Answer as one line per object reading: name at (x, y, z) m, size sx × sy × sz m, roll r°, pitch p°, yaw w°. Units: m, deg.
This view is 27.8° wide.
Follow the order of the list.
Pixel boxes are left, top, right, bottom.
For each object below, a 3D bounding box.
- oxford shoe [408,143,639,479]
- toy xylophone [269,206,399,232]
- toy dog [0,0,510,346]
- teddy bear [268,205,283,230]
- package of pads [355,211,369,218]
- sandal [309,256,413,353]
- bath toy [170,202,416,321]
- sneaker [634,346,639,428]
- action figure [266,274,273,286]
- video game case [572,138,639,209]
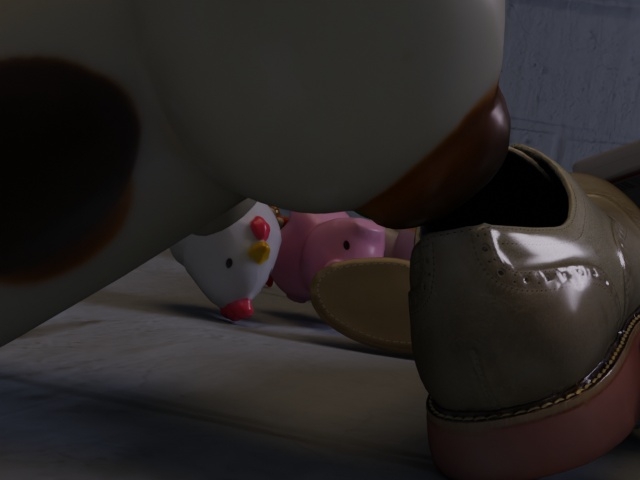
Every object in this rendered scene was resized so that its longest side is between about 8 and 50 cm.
oxford shoe at (0.139, -0.001, 0.789) m, size 0.140 × 0.147 × 0.397 m, roll -13°, pitch 12°, yaw 16°
toy xylophone at (0.000, 0.000, 1.868) m, size 0.322 × 0.081 × 0.236 m, roll 6°, pitch 4°, yaw -43°
toy dog at (-0.113, -0.097, 0.636) m, size 0.407 × 0.285 × 0.395 m, roll -17°, pitch 20°, yaw 8°
teddy bear at (-0.193, -0.053, 2.023) m, size 0.337 × 0.113 × 0.245 m, roll 7°, pitch 6°, yaw -25°
package of pads at (0.163, -0.067, 1.710) m, size 0.229 × 0.101 × 0.296 m, roll 6°, pitch -2°, yaw 14°
sandal at (0.108, 0.072, 1.123) m, size 0.240 × 0.088 × 0.079 m, roll 1°, pitch -30°, yaw -3°
bath toy at (0.025, 0.026, 1.216) m, size 0.348 × 0.129 × 0.151 m, roll 9°, pitch -41°, yaw -35°
sneaker at (0.172, 0.090, 0.912) m, size 0.086 × 0.085 × 0.237 m, roll 39°, pitch -18°, yaw -32°
action figure at (-0.092, 0.033, 1.522) m, size 0.038 × 0.030 × 0.115 m, roll 1°, pitch 4°, yaw -28°
video game case at (0.358, -0.049, 1.020) m, size 0.204 × 0.025 × 0.285 m, roll -20°, pitch -24°, yaw 36°
